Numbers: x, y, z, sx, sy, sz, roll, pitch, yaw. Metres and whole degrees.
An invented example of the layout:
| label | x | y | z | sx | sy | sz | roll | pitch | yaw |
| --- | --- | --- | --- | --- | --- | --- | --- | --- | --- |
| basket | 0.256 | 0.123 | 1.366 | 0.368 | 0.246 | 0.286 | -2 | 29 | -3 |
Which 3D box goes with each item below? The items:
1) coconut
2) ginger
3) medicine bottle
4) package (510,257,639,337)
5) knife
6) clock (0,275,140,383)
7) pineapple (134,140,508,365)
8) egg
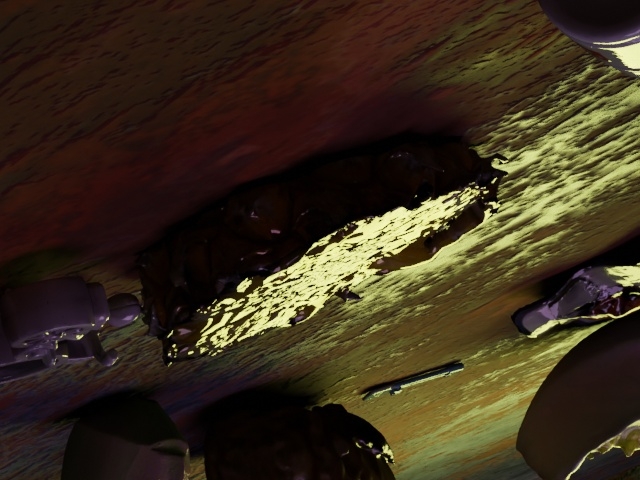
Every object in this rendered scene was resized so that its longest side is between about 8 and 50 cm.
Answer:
| label | x | y | z | sx | sy | sz | roll | pitch | yaw |
| --- | --- | --- | --- | --- | --- | --- | --- | --- | --- |
| coconut | -0.126 | 0.143 | 1.303 | 0.083 | 0.081 | 0.082 | 15 | 175 | -3 |
| ginger | -0.007 | 0.208 | 1.574 | 0.165 | 0.172 | 0.321 | -59 | 173 | -16 |
| medicine bottle | 0.117 | -0.094 | 0.744 | 0.057 | 0.057 | 0.089 | -25 | 167 | 18 |
| package | 0.248 | 0.036 | 1.530 | 0.166 | 0.040 | 0.232 | -26 | 167 | 19 |
| knife | 0.080 | 0.120 | 1.677 | 0.096 | 0.010 | 0.027 | -16 | 167 | -23 |
| clock | -0.134 | 0.043 | 0.953 | 0.087 | 0.041 | 0.129 | -9 | 168 | -30 |
| pineapple | 0.000 | 0.000 | 0.993 | 0.221 | 0.047 | 0.221 | -23 | 170 | -5 |
| egg | 0.321 | 0.123 | 1.743 | 0.271 | 0.162 | 0.206 | 11 | -158 | 5 |
